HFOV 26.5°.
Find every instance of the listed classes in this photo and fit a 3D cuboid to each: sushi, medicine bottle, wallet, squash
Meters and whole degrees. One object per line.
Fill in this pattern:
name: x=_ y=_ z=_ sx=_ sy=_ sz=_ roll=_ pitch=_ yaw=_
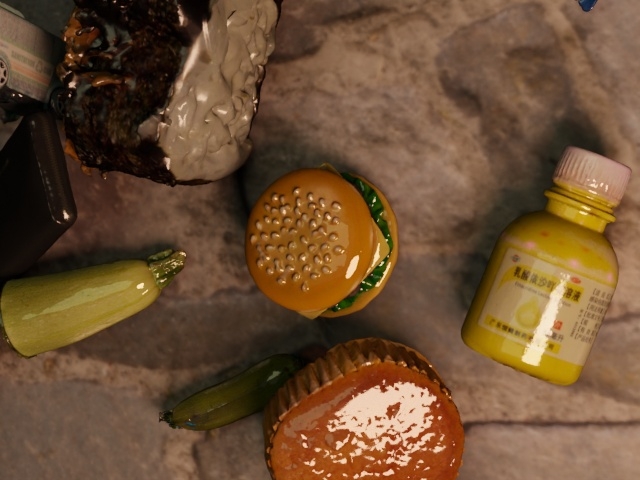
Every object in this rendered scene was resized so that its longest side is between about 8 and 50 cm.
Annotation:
sushi: x=-0.167 y=-0.230 z=1.442 sx=0.207 sy=0.234 sz=0.349 roll=15 pitch=87 yaw=27
medicine bottle: x=0.224 y=0.019 z=1.286 sx=0.121 sy=0.122 sz=0.213 roll=23 pitch=95 yaw=25
wallet: x=-0.346 y=-0.042 z=1.547 sx=0.250 sy=0.044 sz=0.149 roll=-33 pitch=67 yaw=54
squash: x=-0.249 y=0.056 z=1.534 sx=0.224 sy=0.094 sz=0.094 roll=-20 pitch=76 yaw=15
squash: x=-0.094 y=0.169 z=1.459 sx=0.183 sy=0.052 sz=0.052 roll=-24 pitch=75 yaw=20

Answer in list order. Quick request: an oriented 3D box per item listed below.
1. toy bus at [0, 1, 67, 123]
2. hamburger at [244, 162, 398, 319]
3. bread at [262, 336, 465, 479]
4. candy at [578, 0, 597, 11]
toy bus: x=-0.345 y=-0.194 z=1.501 sx=0.091 sy=0.261 sz=0.109 roll=6 pitch=82 yaw=25
hamburger: x=0.000 y=0.000 z=1.397 sx=0.162 sy=0.115 sz=0.162 roll=-4 pitch=82 yaw=26
bread: x=0.043 y=0.196 z=1.319 sx=0.199 sy=0.104 sz=0.199 roll=-1 pitch=102 yaw=-5
candy: x=0.246 y=-0.412 z=1.352 sx=0.187 sy=0.077 sz=0.331 roll=-39 pitch=69 yaw=24
